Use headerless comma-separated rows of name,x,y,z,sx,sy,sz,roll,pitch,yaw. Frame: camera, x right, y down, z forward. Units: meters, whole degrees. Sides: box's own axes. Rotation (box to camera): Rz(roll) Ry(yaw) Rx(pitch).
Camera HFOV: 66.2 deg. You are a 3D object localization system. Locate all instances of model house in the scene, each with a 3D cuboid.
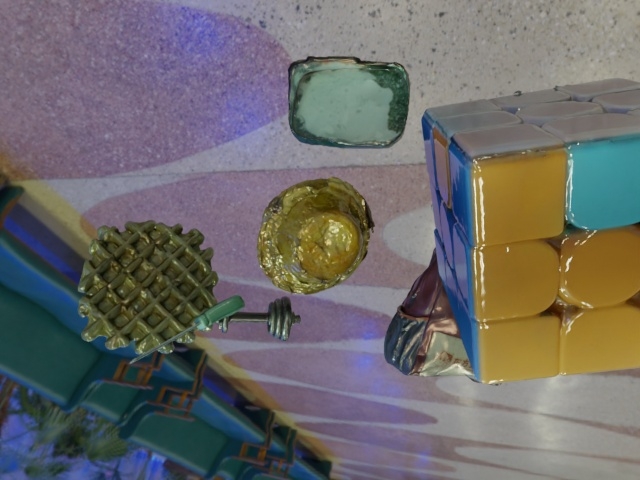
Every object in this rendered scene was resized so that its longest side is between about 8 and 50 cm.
model house,0.071,-0.298,1.130,0.252,0.185,0.291,2,-173,7

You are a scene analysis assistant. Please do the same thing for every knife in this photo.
knife,-0.253,0.170,0.939,0.063,0.260,0.035,-29,88,48

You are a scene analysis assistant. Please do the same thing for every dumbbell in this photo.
dumbbell,-0.173,0.185,1.189,0.254,0.110,0.110,4,147,-12

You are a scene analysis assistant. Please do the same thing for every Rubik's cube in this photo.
Rubik's cube,0.306,-0.029,0.641,0.290,0.290,0.292,-8,114,6

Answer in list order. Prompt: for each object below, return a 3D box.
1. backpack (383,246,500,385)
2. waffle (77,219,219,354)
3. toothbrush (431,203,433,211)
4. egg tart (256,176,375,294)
backpack,0.297,0.146,1.085,0.283,0.318,0.197,12,-177,-27
waffle,-0.369,0.092,1.076,0.291,0.310,0.056,5,153,-19
toothbrush,0.418,-0.151,1.053,0.417,0.040,0.042,-28,92,33
egg tart,0.000,0.000,1.111,0.294,0.295,0.116,33,-179,-26
